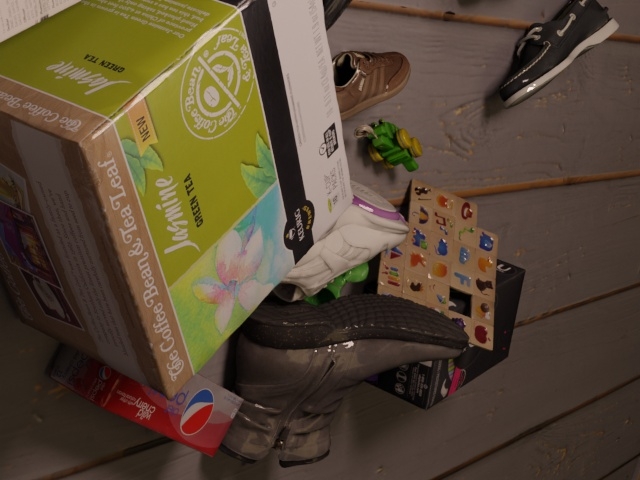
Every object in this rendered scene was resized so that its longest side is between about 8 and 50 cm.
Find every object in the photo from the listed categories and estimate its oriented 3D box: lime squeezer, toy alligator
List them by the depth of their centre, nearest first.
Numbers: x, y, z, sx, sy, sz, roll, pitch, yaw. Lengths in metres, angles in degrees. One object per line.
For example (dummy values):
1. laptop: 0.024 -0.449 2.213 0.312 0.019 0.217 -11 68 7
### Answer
1. toy alligator: 0.090 -0.143 1.776 0.189 0.056 0.051 28 43 -59
2. lime squeezer: 0.014 0.076 1.810 0.310 0.059 0.110 -53 177 -27

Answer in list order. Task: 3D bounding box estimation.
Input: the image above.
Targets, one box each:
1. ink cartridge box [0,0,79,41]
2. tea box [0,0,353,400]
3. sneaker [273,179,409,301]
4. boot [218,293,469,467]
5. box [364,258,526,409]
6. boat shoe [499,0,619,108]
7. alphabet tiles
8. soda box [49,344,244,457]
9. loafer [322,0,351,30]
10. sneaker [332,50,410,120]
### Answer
1. ink cartridge box: -0.279 -0.218 1.077 0.180 0.104 0.060 -39 140 -40
2. tea box: -0.158 -0.091 1.240 0.323 0.220 0.329 -47 144 -30
3. sneaker: 0.000 0.000 1.692 0.305 0.114 0.152 -3 125 -53
4. boot: 0.024 0.192 1.744 0.338 0.118 0.223 4 110 -21
5. box: 0.189 0.129 2.016 0.270 0.143 0.165 -24 128 -51
6. boat shoe: 0.366 -0.310 2.070 0.302 0.091 0.114 -39 -177 -42
7. alphabet tiles: 0.175 0.027 1.887 0.198 0.009 0.237 21 56 -21
8. soda box: -0.194 0.171 1.480 0.083 0.092 0.263 -62 150 -8
9. loafer: 0.041 -0.332 1.543 0.223 0.076 0.078 -62 142 -18
10. sneaker: 0.056 -0.215 1.654 0.188 0.066 0.071 -39 138 -41
